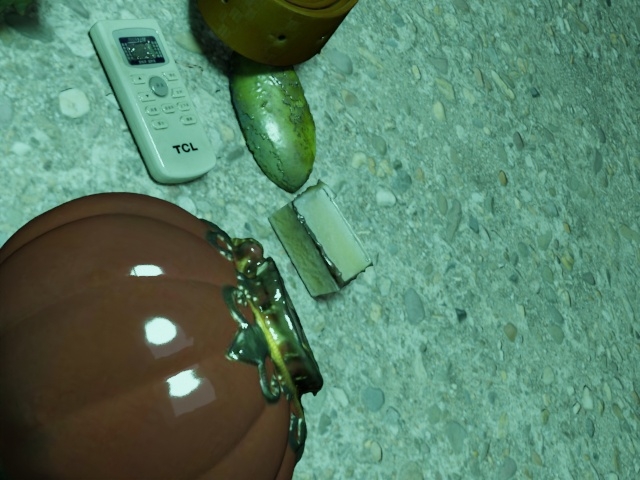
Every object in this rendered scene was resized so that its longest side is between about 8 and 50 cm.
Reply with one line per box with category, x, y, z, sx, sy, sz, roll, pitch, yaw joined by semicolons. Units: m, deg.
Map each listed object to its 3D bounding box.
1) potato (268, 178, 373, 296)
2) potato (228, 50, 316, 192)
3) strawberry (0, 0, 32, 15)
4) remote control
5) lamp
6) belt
potato;-0.001;-0.002;1.083;0.086;0.061;0.122;-33;93;-50
potato;-0.049;-0.160;1.127;0.119;0.054;0.198;15;59;-45
strawberry;-0.366;-0.320;0.843;0.306;0.138;0.233;43;17;16
remote control;-0.178;-0.153;1.000;0.087;0.029;0.190;-18;83;-50
lamp;-0.135;0.109;0.717;0.303;0.257;0.303;-23;90;-89
belt;-0.051;-0.316;1.133;0.184;0.105;0.261;33;39;-10
